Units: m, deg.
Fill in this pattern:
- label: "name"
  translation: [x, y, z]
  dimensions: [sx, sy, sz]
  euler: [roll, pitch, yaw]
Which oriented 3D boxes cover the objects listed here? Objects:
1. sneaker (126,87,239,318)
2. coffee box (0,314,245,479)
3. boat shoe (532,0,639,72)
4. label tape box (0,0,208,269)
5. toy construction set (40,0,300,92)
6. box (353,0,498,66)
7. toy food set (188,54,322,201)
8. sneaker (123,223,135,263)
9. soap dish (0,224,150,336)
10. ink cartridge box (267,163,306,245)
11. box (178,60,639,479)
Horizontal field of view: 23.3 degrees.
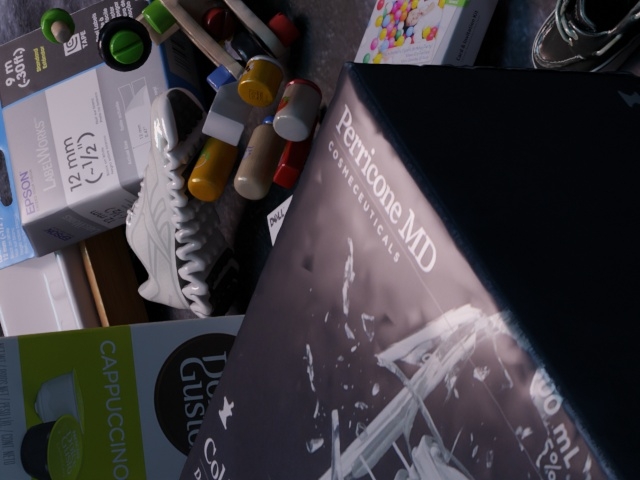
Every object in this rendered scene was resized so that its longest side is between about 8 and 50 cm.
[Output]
- label: "sneaker"
  translation: [-0.174, -0.038, 1.783]
  dimensions: [0.118, 0.110, 0.292]
  euler: [9, 122, 22]
- label: "coffee box"
  translation: [-0.220, 0.267, 1.710]
  dimensions: [0.338, 0.334, 0.338]
  euler: [159, 106, -70]
- label: "boat shoe"
  translation: [0.221, -0.183, 1.206]
  dimensions: [0.219, 0.070, 0.078]
  euler: [-34, 62, 57]
- label: "label tape box"
  translation: [-0.315, -0.136, 1.938]
  dimensions: [0.347, 0.115, 0.249]
  euler: [-20, 69, 16]
- label: "toy construction set"
  translation: [-0.142, -0.329, 1.736]
  dimensions: [0.309, 0.257, 0.237]
  euler: [-62, 23, 9]
- label: "box"
  translation: [0.091, -0.181, 1.417]
  dimensions: [0.145, 0.038, 0.186]
  euler: [24, 92, 59]
- label: "toy food set"
  translation: [-0.058, -0.129, 1.634]
  dimensions: [0.232, 0.111, 0.105]
  euler: [117, 173, -55]
- label: "sneaker"
  translation: [-0.292, 0.018, 2.148]
  dimensions: [0.166, 0.065, 0.076]
  euler: [-51, 53, 51]
- label: "soap dish"
  translation: [-0.326, 0.111, 2.084]
  dimensions: [0.229, 0.118, 0.291]
  euler: [-21, 84, 50]
- label: "ink cartridge box"
  translation: [0.000, 0.000, 1.620]
  dimensions: [0.109, 0.062, 0.209]
  euler: [-37, 60, 57]
- label: "box"
  translation: [0.151, 0.198, 1.135]
  dimensions: [0.480, 0.297, 0.472]
  euler: [60, 138, 40]
